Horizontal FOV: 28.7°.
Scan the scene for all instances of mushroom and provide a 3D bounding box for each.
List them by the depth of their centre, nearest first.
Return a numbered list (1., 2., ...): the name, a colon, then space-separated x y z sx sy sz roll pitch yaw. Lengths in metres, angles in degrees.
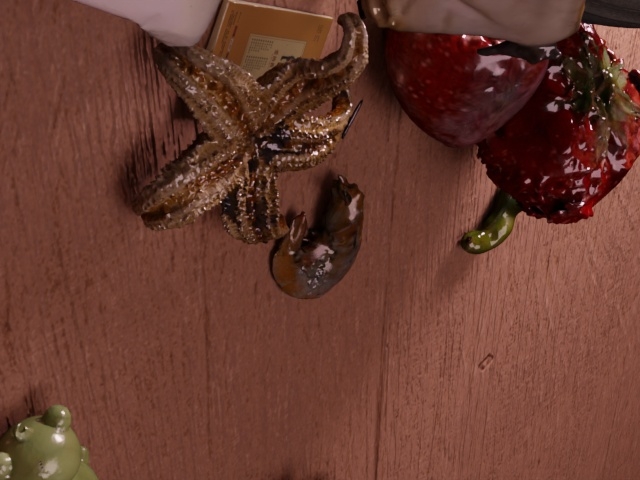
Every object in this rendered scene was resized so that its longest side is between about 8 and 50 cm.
1. mushroom: 0.128 -0.374 1.063 0.397 0.224 0.313 69 23 -72

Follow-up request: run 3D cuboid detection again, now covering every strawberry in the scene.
1. strawberry: 0.293 -0.151 1.640 0.274 0.220 0.274 7 78 -36

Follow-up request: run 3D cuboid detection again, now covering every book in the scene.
1. book: -0.061 -0.190 1.319 0.172 0.012 0.118 -2 120 -52

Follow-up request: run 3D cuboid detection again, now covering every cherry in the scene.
1. cherry: 0.165 -0.207 1.455 0.192 0.175 0.249 -27 139 -25

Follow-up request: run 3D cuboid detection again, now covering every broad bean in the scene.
1. broad bean: 0.286 -0.060 1.856 0.213 0.048 0.070 -49 148 -7

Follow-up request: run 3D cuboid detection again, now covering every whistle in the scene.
1. whistle: -0.287 0.263 1.339 0.105 0.085 0.227 -40 143 -24

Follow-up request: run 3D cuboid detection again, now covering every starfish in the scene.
1. starfish: -0.056 -0.117 1.282 0.303 0.113 0.312 -9 139 -45

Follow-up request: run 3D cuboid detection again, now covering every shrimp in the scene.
1. shrimp: 0.003 0.002 1.531 0.132 0.052 0.187 -26 139 -40

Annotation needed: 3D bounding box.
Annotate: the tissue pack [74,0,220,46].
1. tissue pack: -0.144 -0.350 0.904 0.266 0.194 0.356 10 111 -54

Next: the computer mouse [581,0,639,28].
1. computer mouse: 0.346 -0.318 1.461 0.203 0.374 0.114 121 -26 -81
